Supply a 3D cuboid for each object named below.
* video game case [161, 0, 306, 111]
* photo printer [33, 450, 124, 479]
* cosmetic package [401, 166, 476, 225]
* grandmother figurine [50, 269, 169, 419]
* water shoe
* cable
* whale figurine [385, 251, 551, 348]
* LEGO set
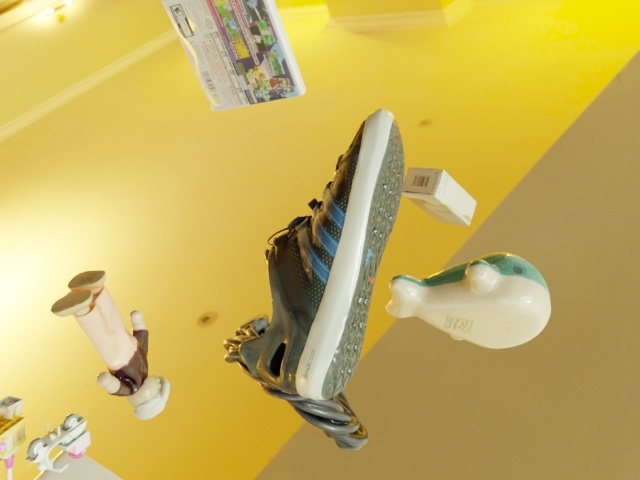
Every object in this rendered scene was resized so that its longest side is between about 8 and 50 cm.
[{"bbox_3d":[-0.137,-0.314,0.908,0.183,0.201,0.023,-3,-142,27],"label":"video game case"},{"bbox_3d":[-0.484,0.574,1.062,0.107,0.256,0.307,-56,180,25],"label":"photo printer"},{"bbox_3d":[0.171,-0.062,0.809,0.060,0.115,0.041,10,-103,43],"label":"cosmetic package"},{"bbox_3d":[-0.395,0.221,1.120,0.103,0.343,0.208,-5,-147,19],"label":"grandmother figurine"},{"bbox_3d":[0.000,0.000,0.381,0.080,0.073,0.203,11,-103,21],"label":"water shoe"},{"bbox_3d":[-0.020,0.129,0.494,0.047,0.150,0.184,-44,-179,-7],"label":"cable"},{"bbox_3d":[0.253,0.089,0.980,0.271,0.216,0.141,5,-129,7],"label":"whale figurine"},{"bbox_3d":[-0.423,0.243,0.688,0.286,0.107,0.132,9,-169,29],"label":"LEGO set"}]
